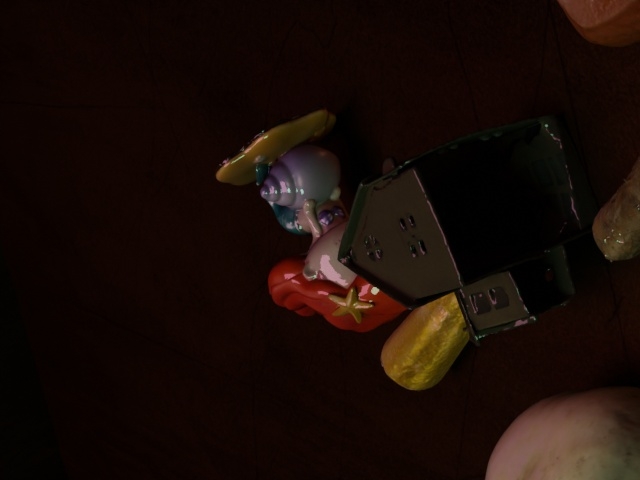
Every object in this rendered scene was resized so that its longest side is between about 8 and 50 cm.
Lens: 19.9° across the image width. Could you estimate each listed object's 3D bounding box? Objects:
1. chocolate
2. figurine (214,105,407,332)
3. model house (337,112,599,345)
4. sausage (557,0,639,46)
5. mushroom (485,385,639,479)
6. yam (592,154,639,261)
[{"bbox_3d":[0.137,0.095,2.055,0.086,0.085,0.219,59,152,16],"label":"chocolate"},{"bbox_3d":[0.008,-0.004,2.139,0.208,0.181,0.257,-34,78,23],"label":"figurine"},{"bbox_3d":[0.133,0.005,1.844,0.243,0.211,0.204,-19,91,58],"label":"model house"},{"bbox_3d":[0.284,-0.239,1.486,0.133,0.133,0.258,63,156,9],"label":"sausage"},{"bbox_3d":[0.291,0.269,1.801,0.254,0.234,0.260,-46,23,30],"label":"mushroom"},{"bbox_3d":[0.312,-0.080,1.622,0.066,0.066,0.300,55,151,24],"label":"yam"}]
